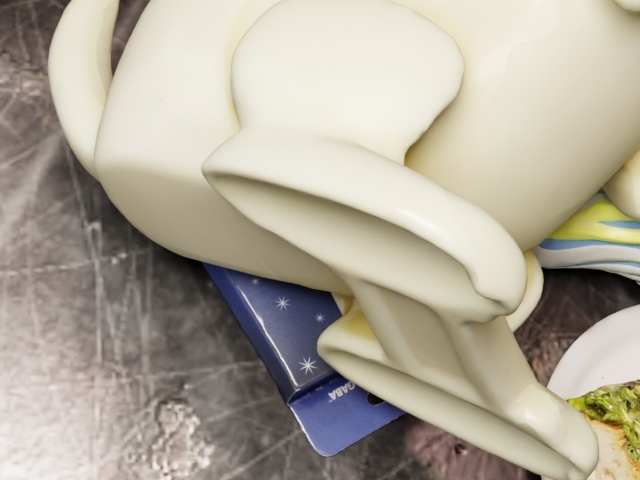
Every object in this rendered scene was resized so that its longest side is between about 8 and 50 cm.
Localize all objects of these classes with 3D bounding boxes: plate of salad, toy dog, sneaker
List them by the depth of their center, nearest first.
[{"bbox_3d":[0.091,-0.133,0.888,0.395,0.284,0.408,21,69,38],"label":"toy dog"},{"bbox_3d":[0.226,0.127,0.965,0.199,0.048,0.200,5,66,-11],"label":"plate of salad"},{"bbox_3d":[0.238,0.020,0.967,0.240,0.091,0.126,-9,94,19],"label":"sneaker"}]

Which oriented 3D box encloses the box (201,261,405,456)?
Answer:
[{"bbox_3d":[0.000,0.000,0.971,0.136,0.036,0.225,-28,78,-22],"label":"box"}]
